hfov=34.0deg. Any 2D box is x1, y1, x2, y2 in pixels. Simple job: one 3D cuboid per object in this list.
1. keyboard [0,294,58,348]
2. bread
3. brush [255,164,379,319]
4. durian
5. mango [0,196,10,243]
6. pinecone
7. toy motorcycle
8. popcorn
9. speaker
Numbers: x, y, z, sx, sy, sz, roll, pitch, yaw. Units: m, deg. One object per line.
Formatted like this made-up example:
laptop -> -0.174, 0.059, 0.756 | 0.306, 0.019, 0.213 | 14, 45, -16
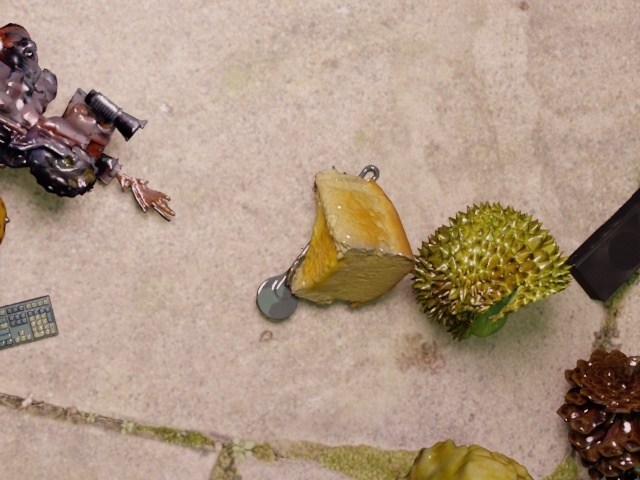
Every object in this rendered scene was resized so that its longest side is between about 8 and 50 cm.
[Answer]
keyboard -> -0.439, 0.120, 1.378 | 0.176, 0.014, 0.055 | -14, 100, -13
bread -> 0.033, 0.008, 1.456 | 0.140, 0.169, 0.160 | 10, 132, -25
brush -> 0.000, 0.000, 1.483 | 0.062, 0.027, 0.266 | 40, 79, -14
durian -> 0.223, 0.041, 1.435 | 0.200, 0.237, 0.176 | -44, 91, -8
mango -> -0.480, -0.006, 1.322 | 0.178, 0.090, 0.115 | -30, 89, -7
pinecone -> 0.449, 0.271, 1.534 | 0.185, 0.169, 0.212 | -42, 112, -51
toy motorcycle -> -0.339, -0.150, 1.319 | 0.401, 0.134, 0.207 | 31, 42, -15
popcorn -> 0.192, 0.396, 1.447 | 0.225, 0.249, 0.249 | 39, 83, -5
speaker -> 0.473, -0.009, 1.591 | 0.218, 0.044, 0.082 | -41, 102, -9
